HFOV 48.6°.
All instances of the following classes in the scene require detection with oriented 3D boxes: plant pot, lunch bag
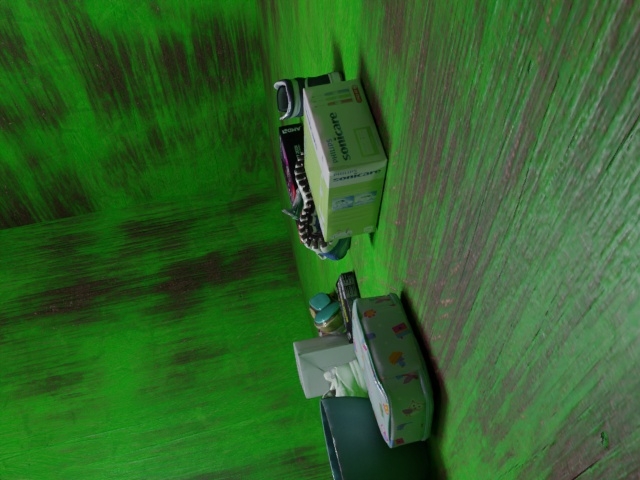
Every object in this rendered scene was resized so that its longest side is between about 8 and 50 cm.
[{"bbox_3d":[0.124,0.467,1.542,0.290,0.196,0.290,168,90,-84],"label":"plant pot"},{"bbox_3d":[0.141,0.255,1.415,0.224,0.108,0.279,81,175,-47],"label":"lunch bag"}]

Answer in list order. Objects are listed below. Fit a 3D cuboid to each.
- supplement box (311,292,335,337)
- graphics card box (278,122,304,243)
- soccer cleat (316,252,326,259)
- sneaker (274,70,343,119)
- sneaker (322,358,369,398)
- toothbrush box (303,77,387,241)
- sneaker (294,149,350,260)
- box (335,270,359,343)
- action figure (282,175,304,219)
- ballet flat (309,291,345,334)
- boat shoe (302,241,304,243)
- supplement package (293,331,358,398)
[{"bbox_3d":[0.026,0.296,2.631,0.104,0.081,0.188,127,130,-81],"label":"supplement box"},{"bbox_3d":[-0.067,-0.201,2.510,0.232,0.094,0.370,92,166,-66],"label":"graphics card box"},{"bbox_3d":[0.000,0.000,2.428,0.196,0.068,0.076,75,175,-66],"label":"soccer cleat"},{"bbox_3d":[-0.032,-0.322,1.693,0.282,0.153,0.099,117,142,-80],"label":"sneaker"},{"bbox_3d":[0.086,0.514,2.178,0.114,0.152,0.305,-131,28,-73],"label":"sneaker"},{"bbox_3d":[0.043,-0.158,1.466,0.283,0.122,0.206,88,168,-62],"label":"toothbrush box"},{"bbox_3d":[0.019,-0.099,1.694,0.147,0.130,0.329,50,-142,-55],"label":"sneaker"},{"bbox_3d":[0.089,0.198,2.062,0.184,0.045,0.190,97,160,-78],"label":"box"},{"bbox_3d":[-0.030,-0.172,1.924,0.232,0.064,0.137,-63,9,-5],"label":"action figure"},{"bbox_3d":[0.038,0.262,2.412,0.348,0.123,0.123,-140,39,-79],"label":"ballet flat"},{"bbox_3d":[0.023,-0.053,1.968,0.355,0.132,0.130,96,-173,-79],"label":"boat shoe"},{"bbox_3d":[0.023,0.408,2.341,0.203,0.194,0.149,-152,52,-83],"label":"supplement package"}]
